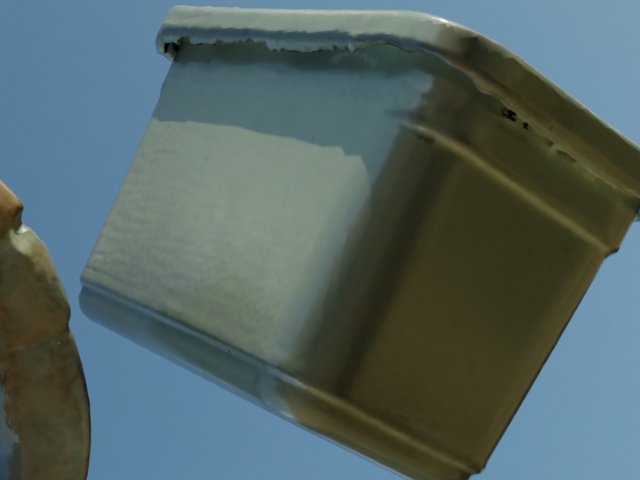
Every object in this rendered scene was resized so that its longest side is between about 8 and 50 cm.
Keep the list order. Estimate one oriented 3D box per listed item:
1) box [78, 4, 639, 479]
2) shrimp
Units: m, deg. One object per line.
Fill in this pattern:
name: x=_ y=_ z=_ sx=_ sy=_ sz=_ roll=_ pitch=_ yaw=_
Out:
box: x=0.000 y=0.000 z=0.706 sx=0.175 sy=0.312 sz=0.182 roll=31 pitch=-98 yaw=-31
shrimp: x=-0.247 y=0.111 z=0.753 sx=0.360 sy=0.247 sz=0.085 roll=-63 pitch=-14 yaw=20
